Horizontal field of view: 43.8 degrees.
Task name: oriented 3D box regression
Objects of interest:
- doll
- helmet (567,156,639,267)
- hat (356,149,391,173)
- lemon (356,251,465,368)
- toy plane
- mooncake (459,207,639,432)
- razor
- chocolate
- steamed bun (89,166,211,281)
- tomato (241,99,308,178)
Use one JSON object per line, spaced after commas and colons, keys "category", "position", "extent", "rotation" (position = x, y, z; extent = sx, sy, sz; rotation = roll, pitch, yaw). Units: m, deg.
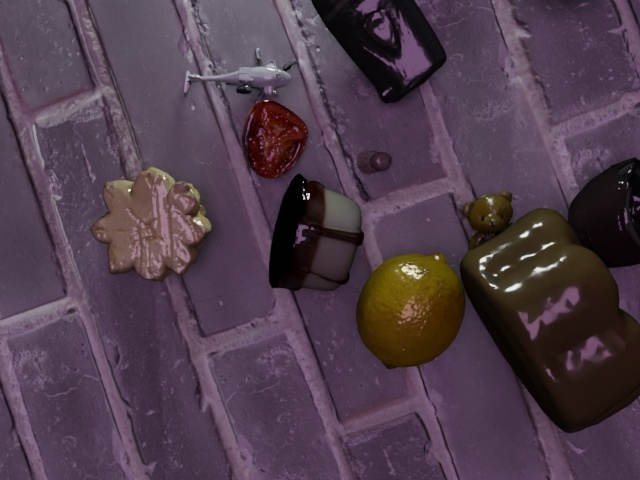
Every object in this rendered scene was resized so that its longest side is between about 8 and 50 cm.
{"category": "doll", "position": [0.417, -0.007, 1.895], "extent": [0.137, 0.097, 0.210], "rotation": [-15, 94, 3]}
{"category": "helmet", "position": [0.669, -0.050, 1.807], "extent": [0.177, 0.305, 0.225], "rotation": [-23, 94, 35]}
{"category": "hat", "position": [0.130, -0.193, 1.947], "extent": [0.087, 0.042, 0.058], "rotation": [5, 90, 6]}
{"category": "lemon", "position": [0.207, 0.158, 1.839], "extent": [0.267, 0.267, 0.268], "rotation": [0, 90, 6]}
{"category": "toy plane", "position": [-0.206, -0.406, 1.952], "extent": [0.273, 0.107, 0.182], "rotation": [21, 87, 10]}
{"category": "mooncake", "position": [0.506, 0.173, 1.706], "extent": [0.262, 0.467, 0.467], "rotation": [-30, 87, 3]}
{"category": "razor", "position": [0.138, -0.508, 1.892], "extent": [0.204, 0.113, 0.349], "rotation": [-35, 102, 11]}
{"category": "chocolate", "position": [0.000, 0.000, 1.875], "extent": [0.186, 0.283, 0.284], "rotation": [14, 92, -16]}
{"category": "steamed bun", "position": [-0.414, -0.038, 1.962], "extent": [0.292, 0.137, 0.295], "rotation": [35, 100, 4]}
{"category": "tomato", "position": [-0.128, -0.247, 1.946], "extent": [0.166, 0.082, 0.174], "rotation": [28, 92, -27]}
